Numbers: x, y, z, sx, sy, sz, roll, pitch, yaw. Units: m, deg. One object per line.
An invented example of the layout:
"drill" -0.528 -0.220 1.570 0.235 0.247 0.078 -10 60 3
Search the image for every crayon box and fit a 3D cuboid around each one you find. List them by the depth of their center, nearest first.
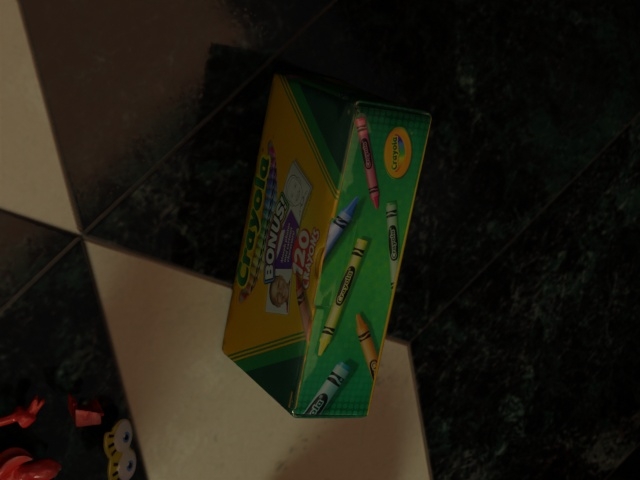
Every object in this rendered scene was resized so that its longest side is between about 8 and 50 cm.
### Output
"crayon box" 0.000 0.000 1.193 0.081 0.165 0.279 5 103 -28

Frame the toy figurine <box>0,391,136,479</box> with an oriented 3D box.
"toy figurine" -0.236 0.338 1.142 0.191 0.217 0.363 0 106 -21
